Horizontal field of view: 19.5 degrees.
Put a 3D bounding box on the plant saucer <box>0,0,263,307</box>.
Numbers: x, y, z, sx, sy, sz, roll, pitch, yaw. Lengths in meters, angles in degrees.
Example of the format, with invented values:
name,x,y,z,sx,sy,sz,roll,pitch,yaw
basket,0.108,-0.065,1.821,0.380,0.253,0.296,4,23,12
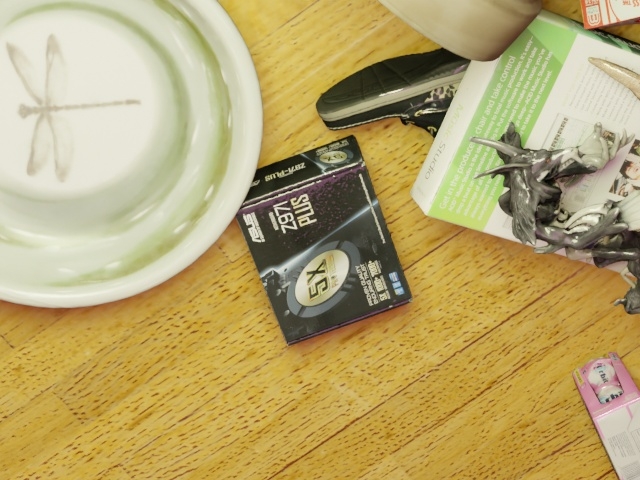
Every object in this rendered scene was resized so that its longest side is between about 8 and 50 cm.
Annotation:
name,x,y,z,sx,sy,sz,roll,pitch,yaw
plant saucer,-0.260,-0.129,1.875,0.400,0.100,0.401,-3,116,-6

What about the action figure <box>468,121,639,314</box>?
name,x,y,z,sx,sy,sz,roll,pitch,yaw
action figure,0.266,-0.039,1.827,0.141,0.164,0.275,-34,133,23

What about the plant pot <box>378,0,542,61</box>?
name,x,y,z,sx,sy,sz,roll,pitch,yaw
plant pot,0.144,-0.372,1.673,0.323,0.323,0.280,37,113,-21

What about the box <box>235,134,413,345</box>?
name,x,y,z,sx,sy,sz,roll,pitch,yaw
box,0.000,0.000,1.983,0.147,0.077,0.180,-19,116,2

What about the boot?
name,x,y,z,sx,sy,sz,roll,pitch,yaw
boot,0.128,-0.109,1.947,0.236,0.085,0.179,-17,118,0

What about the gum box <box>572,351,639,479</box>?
name,x,y,z,sx,sy,sz,roll,pitch,yaw
gum box,0.354,0.228,2.121,0.062,0.107,0.188,-25,116,4

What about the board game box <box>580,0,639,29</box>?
name,x,y,z,sx,sy,sz,roll,pitch,yaw
board game box,0.376,-0.249,1.838,0.193,0.146,0.045,-10,92,-36

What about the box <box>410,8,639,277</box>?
name,x,y,z,sx,sy,sz,roll,pitch,yaw
box,0.279,-0.097,1.923,0.322,0.058,0.232,16,109,-26

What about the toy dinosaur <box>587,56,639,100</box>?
name,x,y,z,sx,sy,sz,roll,pitch,yaw
toy dinosaur,0.419,-0.163,1.847,0.295,0.200,0.127,-12,87,5
